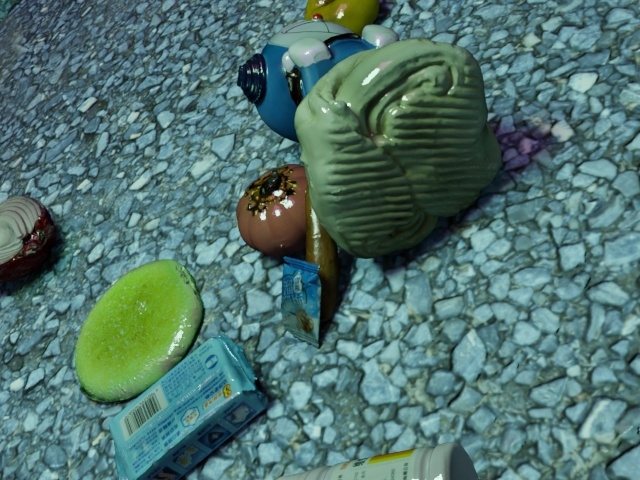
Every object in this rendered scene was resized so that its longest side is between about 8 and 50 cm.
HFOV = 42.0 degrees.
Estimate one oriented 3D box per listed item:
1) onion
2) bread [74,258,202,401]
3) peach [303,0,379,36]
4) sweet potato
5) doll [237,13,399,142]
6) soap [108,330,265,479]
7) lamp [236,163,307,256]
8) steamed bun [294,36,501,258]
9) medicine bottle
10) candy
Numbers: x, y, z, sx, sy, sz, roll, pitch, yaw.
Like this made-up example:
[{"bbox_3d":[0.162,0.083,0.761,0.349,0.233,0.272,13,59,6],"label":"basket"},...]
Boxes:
[{"bbox_3d":[-0.669,0.016,1.848,0.284,0.120,0.227,9,59,44],"label":"onion"},{"bbox_3d":[-0.350,0.162,1.555,0.301,0.045,0.301,-20,46,22],"label":"bread"},{"bbox_3d":[0.046,-0.488,1.777,0.179,0.103,0.179,-22,46,25],"label":"peach"},{"bbox_3d":[0.001,0.000,1.364,0.057,0.057,0.264,-8,81,31],"label":"sweet potato"},{"bbox_3d":[0.001,-0.288,1.522,0.310,0.284,0.240,-145,58,-60],"label":"doll"},{"bbox_3d":[-0.219,0.280,1.333,0.293,0.077,0.156,-39,43,3],"label":"soap"},{"bbox_3d":[-0.068,-0.059,1.467,0.182,0.140,0.182,-21,42,20],"label":"lamp"},{"bbox_3d":[0.097,-0.159,1.304,0.310,0.324,0.219,-32,38,-4],"label":"steamed bun"},{"bbox_3d":[0.068,0.337,1.039,0.250,0.133,0.133,-19,46,24],"label":"medicine bottle"},{"bbox_3d":[-0.030,0.098,1.341,0.088,0.038,0.136,13,108,44],"label":"candy"}]
